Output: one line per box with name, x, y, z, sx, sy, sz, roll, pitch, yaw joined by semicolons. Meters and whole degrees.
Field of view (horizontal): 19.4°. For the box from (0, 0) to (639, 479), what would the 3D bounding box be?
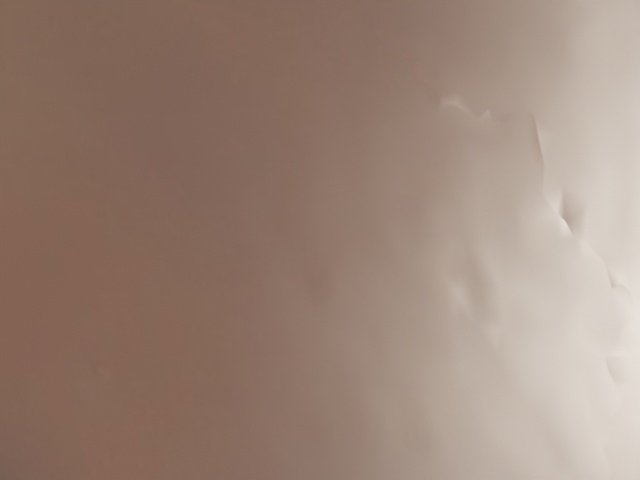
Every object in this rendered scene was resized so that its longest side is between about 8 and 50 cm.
box;0.000;0.000;0.546;0.339;0.239;0.229;9;-158;28
